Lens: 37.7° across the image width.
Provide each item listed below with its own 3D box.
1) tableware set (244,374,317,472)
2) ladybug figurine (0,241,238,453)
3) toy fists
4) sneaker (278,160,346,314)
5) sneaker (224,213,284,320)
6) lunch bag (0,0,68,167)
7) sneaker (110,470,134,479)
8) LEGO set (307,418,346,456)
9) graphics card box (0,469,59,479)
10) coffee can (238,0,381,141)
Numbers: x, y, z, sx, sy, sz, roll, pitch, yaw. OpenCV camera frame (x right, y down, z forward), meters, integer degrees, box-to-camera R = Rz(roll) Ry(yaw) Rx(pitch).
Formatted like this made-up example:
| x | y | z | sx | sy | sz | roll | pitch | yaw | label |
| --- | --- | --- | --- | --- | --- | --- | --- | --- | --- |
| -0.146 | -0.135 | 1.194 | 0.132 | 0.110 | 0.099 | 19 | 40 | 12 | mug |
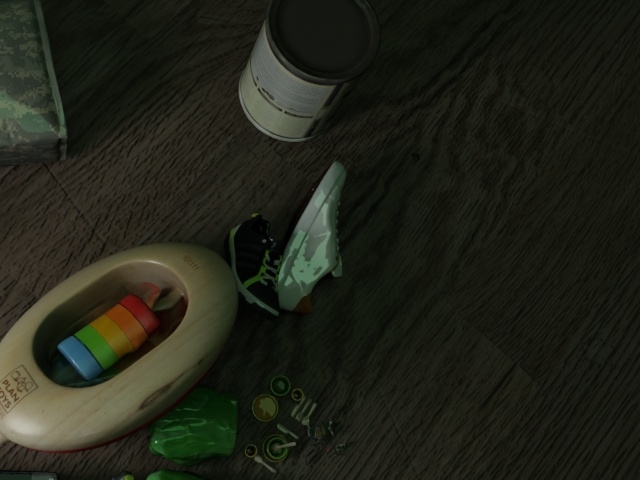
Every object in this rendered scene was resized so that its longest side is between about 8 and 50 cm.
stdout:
| x | y | z | sx | sy | sz | roll | pitch | yaw | label |
| --- | --- | --- | --- | --- | --- | --- | --- | --- | --- |
| -0.079 | 0.317 | 1.636 | 0.104 | 0.024 | 0.154 | 36 | 69 | -3 | tableware set |
| -0.326 | 0.183 | 1.506 | 0.449 | 0.162 | 0.305 | -34 | 54 | -20 | ladybug figurine |
| -0.223 | 0.373 | 1.545 | 0.142 | 0.096 | 0.279 | 11 | 70 | -20 | toy fists |
| 0.000 | 0.000 | 1.716 | 0.123 | 0.106 | 0.290 | 27 | 80 | -9 | sneaker |
| -0.105 | 0.033 | 1.618 | 0.084 | 0.097 | 0.235 | 36 | 20 | -40 | sneaker |
| -0.572 | -0.275 | 1.599 | 0.235 | 0.169 | 0.287 | -9 | 81 | -18 | lunch bag |
| -0.329 | 0.476 | 1.498 | 0.094 | 0.081 | 0.209 | 21 | 76 | -16 | sneaker |
| 0.005 | 0.347 | 1.655 | 0.054 | 0.023 | 0.083 | -33 | 98 | -19 | LEGO set |
| -0.593 | 0.463 | 1.415 | 0.370 | 0.094 | 0.233 | 4 | 73 | -13 | graphics card box |
| -0.028 | -0.322 | 1.703 | 0.201 | 0.275 | 0.202 | 4 | 73 | -15 | coffee can |
